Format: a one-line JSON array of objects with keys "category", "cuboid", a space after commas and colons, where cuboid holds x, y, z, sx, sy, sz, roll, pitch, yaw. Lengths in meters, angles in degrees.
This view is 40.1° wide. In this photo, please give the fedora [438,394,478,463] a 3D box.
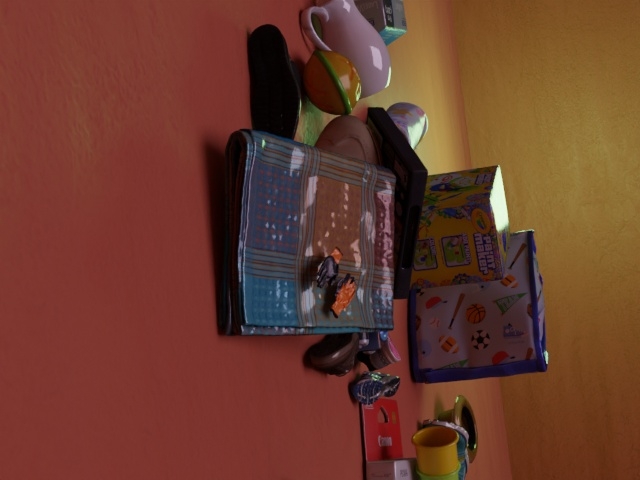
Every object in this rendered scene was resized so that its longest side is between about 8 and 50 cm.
[{"category": "fedora", "cuboid": [0.367, 0.512, 2.374, 0.194, 0.079, 0.194, -11, 90, -67]}]

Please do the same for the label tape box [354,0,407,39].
[{"category": "label tape box", "cuboid": [0.115, -0.520, 1.952, 0.249, 0.115, 0.348, -36, 115, -70]}]

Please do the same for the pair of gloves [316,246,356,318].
[{"category": "pair of gloves", "cuboid": [0.024, 0.059, 1.243, 0.074, 0.010, 0.083, -56, 129, -38]}]

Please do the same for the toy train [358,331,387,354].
[{"category": "toy train", "cuboid": [0.072, 0.118, 1.618, 0.105, 0.080, 0.184, 12, 71, -63]}]

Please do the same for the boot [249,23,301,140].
[{"category": "boot", "cuboid": [-0.054, -0.221, 1.374, 0.137, 0.077, 0.198, 40, 46, -72]}]

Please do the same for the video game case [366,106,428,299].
[{"category": "video game case", "cuboid": [0.121, -0.073, 1.570, 0.275, 0.035, 0.248, -113, -155, -57]}]

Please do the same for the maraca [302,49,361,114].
[{"category": "maraca", "cuboid": [0.021, -0.280, 1.586, 0.127, 0.099, 0.186, 63, -1, 4]}]

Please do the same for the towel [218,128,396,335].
[{"category": "towel", "cuboid": [0.000, 0.000, 1.254, 0.370, 0.040, 0.271, 7, 82, -51]}]

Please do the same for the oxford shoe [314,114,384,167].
[{"category": "oxford shoe", "cuboid": [0.017, -0.097, 1.431, 0.397, 0.140, 0.146, -80, 152, -45]}]

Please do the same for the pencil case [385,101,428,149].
[{"category": "pencil case", "cuboid": [0.173, -0.240, 2.022, 0.273, 0.113, 0.124, -50, 150, -67]}]

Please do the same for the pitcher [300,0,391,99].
[{"category": "pitcher", "cuboid": [0.044, -0.371, 1.689, 0.178, 0.125, 0.207, -44, 116, -44]}]

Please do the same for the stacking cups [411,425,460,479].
[{"category": "stacking cups", "cuboid": [0.249, 0.536, 1.755, 0.096, 0.096, 0.316, -43, 126, -69]}]

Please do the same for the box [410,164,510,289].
[{"category": "box", "cuboid": [0.261, -0.030, 1.934, 0.290, 0.279, 0.177, -52, 132, -65]}]

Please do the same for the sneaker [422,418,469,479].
[{"category": "sneaker", "cuboid": [0.315, 0.538, 2.175, 0.110, 0.107, 0.275, -68, 147, -40]}]

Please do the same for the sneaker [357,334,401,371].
[{"category": "sneaker", "cuboid": [0.100, 0.201, 1.704, 0.063, 0.075, 0.170, 59, 3, -22]}]

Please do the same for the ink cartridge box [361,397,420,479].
[{"category": "ink cartridge box", "cuboid": [0.155, 0.446, 1.760, 0.296, 0.066, 0.261, 32, 54, -68]}]

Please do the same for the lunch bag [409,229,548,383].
[{"category": "lunch bag", "cuboid": [0.397, 0.191, 2.202, 0.385, 0.328, 0.239, -80, 154, -47]}]

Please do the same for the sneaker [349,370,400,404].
[{"category": "sneaker", "cuboid": [0.092, 0.276, 1.666, 0.135, 0.058, 0.052, 6, 102, -52]}]

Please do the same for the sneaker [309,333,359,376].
[{"category": "sneaker", "cuboid": [0.032, 0.198, 1.472, 0.188, 0.066, 0.071, -24, 107, -71]}]
